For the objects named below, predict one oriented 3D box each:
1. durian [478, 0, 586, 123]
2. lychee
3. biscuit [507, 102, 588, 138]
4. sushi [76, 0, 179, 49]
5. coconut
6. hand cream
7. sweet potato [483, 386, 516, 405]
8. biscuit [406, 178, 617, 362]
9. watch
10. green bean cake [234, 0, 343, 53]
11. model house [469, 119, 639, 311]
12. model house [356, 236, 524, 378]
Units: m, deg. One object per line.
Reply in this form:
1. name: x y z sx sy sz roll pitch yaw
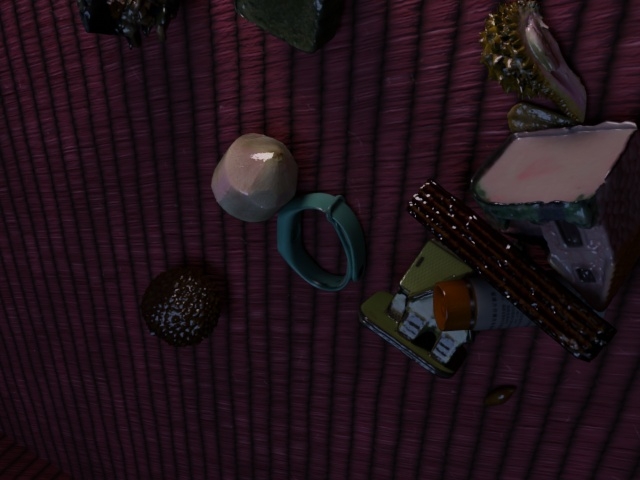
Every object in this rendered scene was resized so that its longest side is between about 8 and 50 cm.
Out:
1. durian: 0.320 -0.253 1.298 0.224 0.078 0.140 47 139 -2
2. lychee: -0.342 0.166 2.087 0.200 0.200 0.238 45 123 -1
3. biscuit: 0.367 -0.175 1.369 0.147 0.018 0.071 25 140 23
4. sushi: -0.350 -0.492 1.566 0.238 0.218 0.225 91 164 -55
5. coconut: -0.124 -0.131 1.694 0.171 0.171 0.183 45 138 0
6. hand cream: 0.354 0.099 1.462 0.314 0.089 0.140 0 130 -8
7. sweet potato: 0.366 0.324 1.767 0.034 0.034 0.095 46 136 -1
8. biscuit: 0.297 0.042 1.370 0.388 0.107 0.073 45 101 28
9. watch: 0.000 0.000 1.768 0.195 0.068 0.237 22 135 22
10. green bean cake: -0.048 -0.432 1.433 0.185 0.094 0.183 30 137 16
11. model house: 0.384 -0.029 1.325 0.236 0.202 0.237 0 131 44
12. model house: 0.236 0.073 1.594 0.218 0.205 0.279 33 108 10
